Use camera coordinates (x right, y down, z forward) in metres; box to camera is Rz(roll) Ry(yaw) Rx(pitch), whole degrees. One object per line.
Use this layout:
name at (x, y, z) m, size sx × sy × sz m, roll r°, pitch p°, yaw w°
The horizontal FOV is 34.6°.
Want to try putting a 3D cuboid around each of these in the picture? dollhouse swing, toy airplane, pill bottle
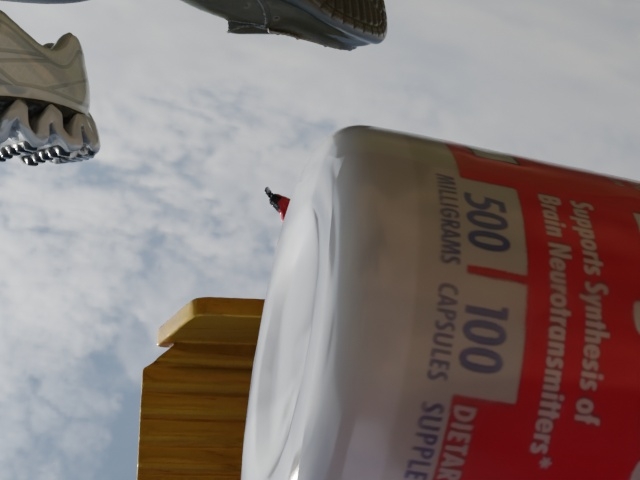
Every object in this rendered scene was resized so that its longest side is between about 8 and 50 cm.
dollhouse swing at (-0.059, 0.210, 1.256) m, size 0.315 × 0.305 × 0.347 m, roll 3°, pitch -120°, yaw -10°
toy airplane at (0.000, 0.000, 0.993) m, size 0.151 × 0.028 × 0.151 m, roll 41°, pitch 168°, yaw 11°
pill bottle at (0.177, 0.086, 0.543) m, size 0.408 × 0.229 × 0.229 m, roll 10°, pitch -156°, yaw -10°

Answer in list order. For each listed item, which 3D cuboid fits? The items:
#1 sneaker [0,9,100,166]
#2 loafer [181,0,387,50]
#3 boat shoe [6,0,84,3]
sneaker at (-0.308, -0.133, 0.810) m, size 0.110 × 0.118 × 0.292 m, roll -4°, pitch 173°, yaw 42°
loafer at (-0.046, -0.227, 0.903) m, size 0.251 × 0.087 × 0.094 m, roll 15°, pitch -116°, yaw -36°
boat shoe at (-0.068, -0.174, 0.479) m, size 0.335 × 0.112 × 0.095 m, roll 2°, pitch 178°, yaw 7°
